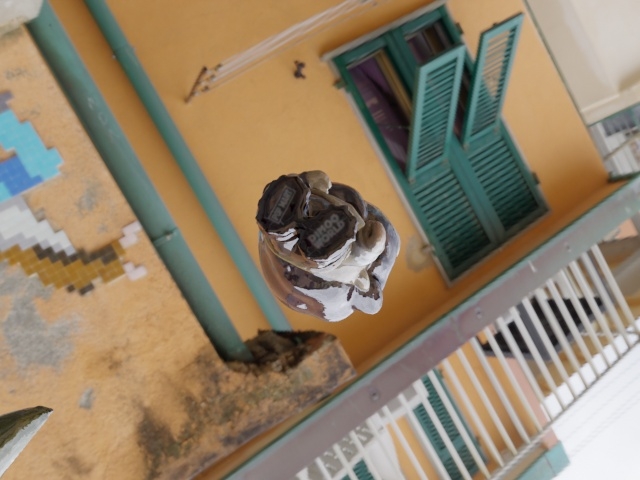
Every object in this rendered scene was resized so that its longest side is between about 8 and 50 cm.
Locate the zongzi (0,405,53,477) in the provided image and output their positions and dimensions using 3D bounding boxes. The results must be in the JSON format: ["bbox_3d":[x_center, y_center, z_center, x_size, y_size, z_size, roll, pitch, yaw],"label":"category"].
[{"bbox_3d":[-0.535,0.298,0.660,0.393,0.174,0.356,-48,152,-7],"label":"zongzi"}]

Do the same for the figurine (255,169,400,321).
[{"bbox_3d":[0.006,-0.020,0.860,0.365,0.218,0.206,90,20,-70],"label":"figurine"}]
